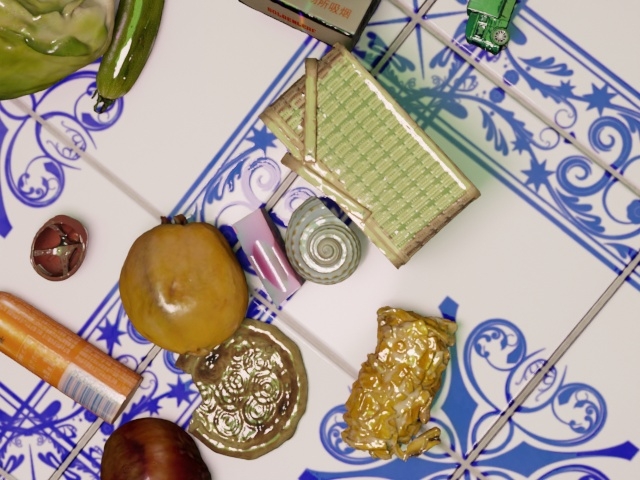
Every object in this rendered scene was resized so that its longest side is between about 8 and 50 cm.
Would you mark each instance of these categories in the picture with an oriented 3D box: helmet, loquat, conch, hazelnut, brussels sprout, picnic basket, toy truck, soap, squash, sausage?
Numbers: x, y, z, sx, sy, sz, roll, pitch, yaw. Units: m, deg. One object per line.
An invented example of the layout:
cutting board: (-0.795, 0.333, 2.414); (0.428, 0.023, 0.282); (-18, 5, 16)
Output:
helmet: (-0.408, 0.010, 1.690); (0.089, 0.057, 0.111); (36, 100, 7)
loquat: (-0.208, 0.066, 1.616); (0.187, 0.176, 0.234); (-8, 69, -33)
conch: (-0.005, 0.002, 1.588); (0.102, 0.153, 0.135); (-22, 97, -23)
hazelnut: (-0.256, 0.373, 1.641); (0.178, 0.178, 0.204); (-29, 59, 6)
brussels sprout: (-0.498, -0.362, 1.572); (0.371, 0.315, 0.275); (1, 67, -19)
picnic basket: (0.061, -0.118, 1.554); (0.175, 0.228, 0.313); (-43, 89, 3)
toy truck: (0.266, -0.360, 1.601); (0.079, 0.065, 0.147); (17, 94, 7)
soap: (-0.077, 0.026, 1.635); (0.056, 0.100, 0.149); (-30, 89, 7)
squash: (-0.292, -0.348, 1.656); (0.080, 0.071, 0.318); (13, 97, -15)
sausage: (-0.437, 0.174, 1.684); (0.312, 0.093, 0.093); (32, 95, 4)

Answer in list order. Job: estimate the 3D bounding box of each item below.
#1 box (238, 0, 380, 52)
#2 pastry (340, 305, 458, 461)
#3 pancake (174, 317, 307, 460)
box: (0.030, -0.454, 1.572); (0.198, 0.084, 0.310); (27, 78, 5)
pastry: (0.125, 0.231, 1.622); (0.154, 0.102, 0.249); (16, 92, 4)
pancake: (-0.125, 0.235, 1.685); (0.212, 0.029, 0.235); (-17, 92, 5)
